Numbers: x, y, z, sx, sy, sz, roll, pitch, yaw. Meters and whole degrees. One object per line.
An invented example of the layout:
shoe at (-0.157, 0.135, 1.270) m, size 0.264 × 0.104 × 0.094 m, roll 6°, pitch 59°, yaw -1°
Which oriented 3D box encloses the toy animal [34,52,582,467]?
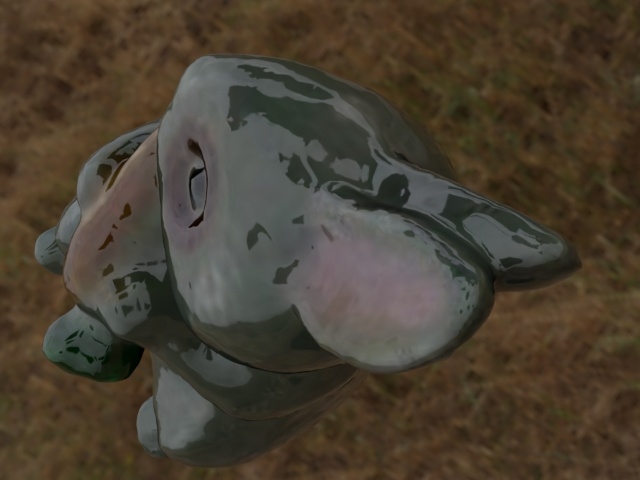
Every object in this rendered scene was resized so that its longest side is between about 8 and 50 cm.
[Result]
toy animal at (-0.007, -0.007, 0.504) m, size 0.138 × 0.108 × 0.236 m, roll -31°, pitch -4°, yaw -27°
